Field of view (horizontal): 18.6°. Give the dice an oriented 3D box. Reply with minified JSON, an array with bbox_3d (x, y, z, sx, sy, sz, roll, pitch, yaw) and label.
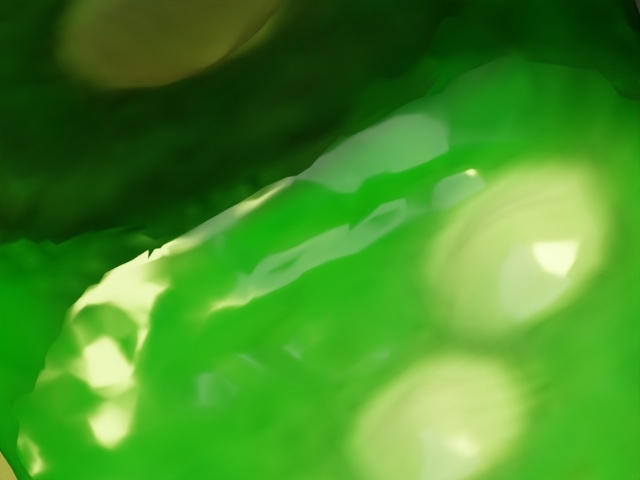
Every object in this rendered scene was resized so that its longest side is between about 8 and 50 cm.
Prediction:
[{"bbox_3d":[0.000,0.000,0.860,0.297,0.287,0.300,-31,130,-1],"label":"dice"}]

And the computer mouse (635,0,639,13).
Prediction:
[{"bbox_3d":[0.204,-0.179,0.914,0.184,0.121,0.297,-6,129,-32],"label":"computer mouse"}]
